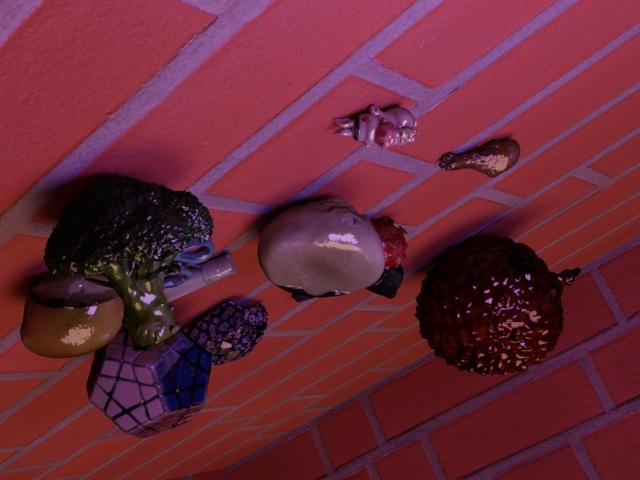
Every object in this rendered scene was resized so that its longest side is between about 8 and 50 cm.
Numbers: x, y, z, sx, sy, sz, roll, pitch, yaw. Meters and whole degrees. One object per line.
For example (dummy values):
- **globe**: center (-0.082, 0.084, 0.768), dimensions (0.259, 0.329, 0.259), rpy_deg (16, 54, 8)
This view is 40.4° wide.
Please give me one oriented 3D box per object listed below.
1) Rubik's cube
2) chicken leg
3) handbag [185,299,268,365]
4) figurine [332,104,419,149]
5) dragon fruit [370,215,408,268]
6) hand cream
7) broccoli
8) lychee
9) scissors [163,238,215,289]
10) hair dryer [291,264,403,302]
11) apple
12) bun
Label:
- **Rubik's cube**: center (-0.415, 0.324, 2.112), dimensions (0.264, 0.318, 0.319), rpy_deg (-6, 175, 41)
- **chicken leg**: center (0.362, -0.182, 1.978), dimensions (0.198, 0.069, 0.085), rpy_deg (-9, 155, -17)
- **handbag**: center (-0.249, 0.257, 2.325), dimensions (0.229, 0.126, 0.208), rpy_deg (-39, 155, 16)
- **figurine**: center (0.107, -0.211, 1.611), dimensions (0.146, 0.081, 0.098), rpy_deg (-10, -168, -31)
- **dragon fruit**: center (0.141, 0.008, 2.135), dimensions (0.166, 0.133, 0.136), rpy_deg (1, 106, -51)
- **hand cream**: center (-0.291, 0.089, 1.977), dimensions (0.205, 0.050, 0.078), rpy_deg (-24, 140, 8)
- **broccoli**: center (-0.310, 0.029, 1.483), dimensions (0.298, 0.297, 0.297), rpy_deg (-21, -170, 4)
- **lychee**: center (0.525, 0.184, 2.543), dimensions (0.500, 0.424, 0.424), rpy_deg (-17, 161, 10)
- **scissors**: center (-0.365, 0.032, 1.775), dimensions (0.180, 0.032, 0.393), rpy_deg (-38, 155, 19)
- **hair dryer**: center (0.075, 0.116, 2.384), dimensions (0.303, 0.116, 0.244), rpy_deg (-16, 161, 14)
- **apple**: center (-0.493, 0.148, 1.732), dimensions (0.188, 0.173, 0.207), rpy_deg (9, 160, -25)
- **bun**: center (0.000, 0.000, 1.903), dimensions (0.283, 0.179, 0.283), rpy_deg (-1, 146, 0)
